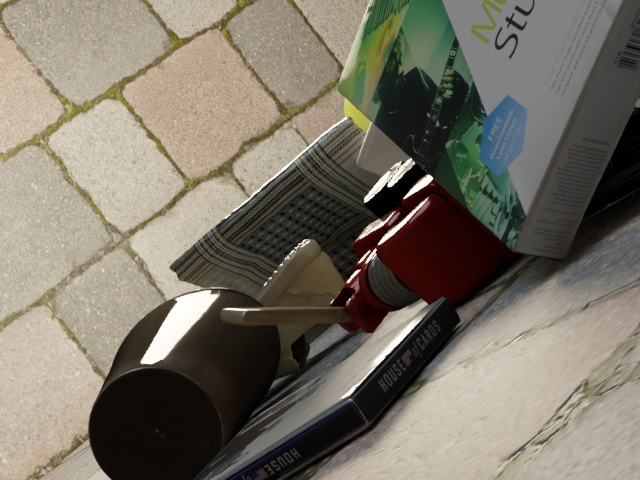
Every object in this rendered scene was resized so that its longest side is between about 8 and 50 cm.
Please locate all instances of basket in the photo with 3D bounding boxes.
[{"bbox_3d":[-0.144,0.157,1.426,0.204,0.154,0.227,-38,5,11],"label":"basket"}]

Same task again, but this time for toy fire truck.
[{"bbox_3d":[0.056,0.021,1.280,0.246,0.158,0.217,-51,8,-23],"label":"toy fire truck"}]

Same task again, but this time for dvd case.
[{"bbox_3d":[-0.013,0.141,1.117,0.238,0.029,0.179,-35,3,35],"label":"dvd case"}]

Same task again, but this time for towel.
[{"bbox_3d":[0.000,0.000,1.906,0.312,0.056,0.324,-40,-31,11],"label":"towel"}]

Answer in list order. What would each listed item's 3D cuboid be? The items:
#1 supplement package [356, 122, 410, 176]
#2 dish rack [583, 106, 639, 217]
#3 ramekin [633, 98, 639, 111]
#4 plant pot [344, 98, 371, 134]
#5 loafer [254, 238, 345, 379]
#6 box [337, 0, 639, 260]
[{"bbox_3d":[0.172,-0.167,1.597,0.293,0.177,0.175,-59,-10,-66],"label":"supplement package"},{"bbox_3d":[0.216,-0.162,1.131,0.074,0.272,0.208,4,-23,-33],"label":"dish rack"},{"bbox_3d":[0.290,-0.244,1.228,0.135,0.277,0.277,-22,-7,-36],"label":"ramekin"},{"bbox_3d":[0.212,-0.202,2.219,0.275,0.275,0.293,-38,17,-9],"label":"plant pot"},{"bbox_3d":[-0.063,0.125,1.597,0.268,0.092,0.102,-53,-4,14],"label":"loafer"},{"bbox_3d":[0.136,-0.160,1.135,0.322,0.058,0.232,49,123,54],"label":"box"}]
